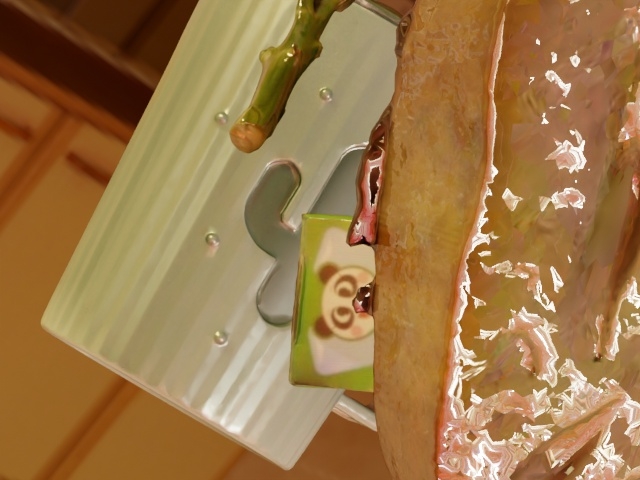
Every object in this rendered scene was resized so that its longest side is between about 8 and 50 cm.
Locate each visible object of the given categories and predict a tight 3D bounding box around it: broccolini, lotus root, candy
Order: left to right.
[{"bbox_3d":[-0.009,-0.137,1.054,0.067,0.058,0.216,40,-139,-14],"label":"broccolini"},{"bbox_3d":[0.037,0.038,0.985,0.062,0.097,0.194,5,180,16],"label":"candy"},{"bbox_3d":[0.186,0.004,0.788,0.390,0.375,0.111,51,174,-24],"label":"lotus root"}]

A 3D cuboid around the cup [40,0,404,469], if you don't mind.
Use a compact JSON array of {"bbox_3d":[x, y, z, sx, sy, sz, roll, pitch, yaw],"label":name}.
[{"bbox_3d":[-0.004,-0.006,1.495,0.401,0.392,0.310,29,172,8],"label":"cup"}]
